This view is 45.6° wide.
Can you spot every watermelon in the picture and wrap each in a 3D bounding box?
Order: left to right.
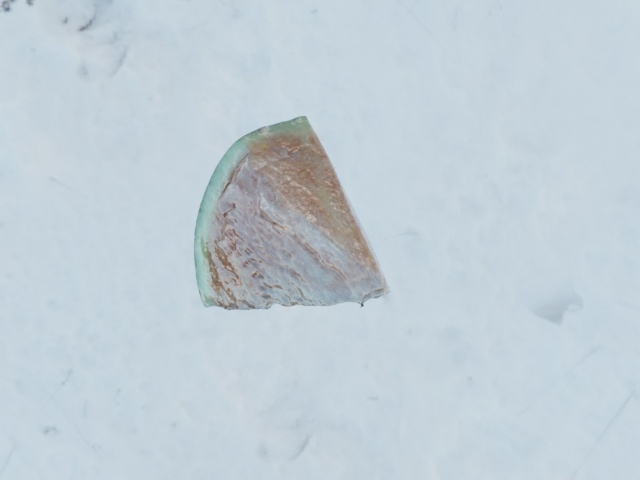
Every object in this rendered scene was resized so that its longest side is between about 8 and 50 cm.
[{"bbox_3d":[0.000,-0.027,1.064,0.292,0.250,0.283,19,132,19],"label":"watermelon"}]
